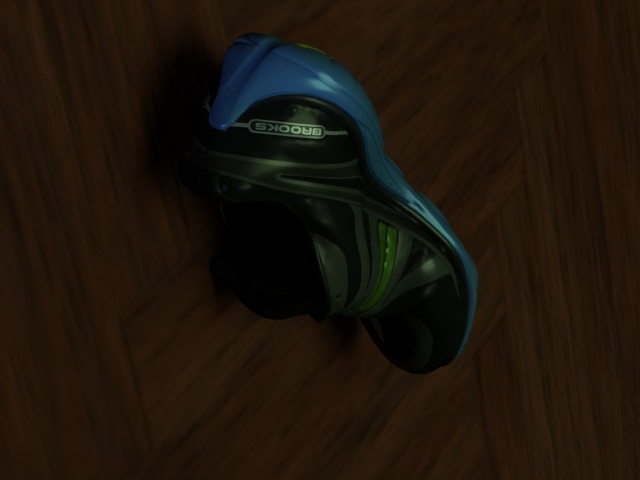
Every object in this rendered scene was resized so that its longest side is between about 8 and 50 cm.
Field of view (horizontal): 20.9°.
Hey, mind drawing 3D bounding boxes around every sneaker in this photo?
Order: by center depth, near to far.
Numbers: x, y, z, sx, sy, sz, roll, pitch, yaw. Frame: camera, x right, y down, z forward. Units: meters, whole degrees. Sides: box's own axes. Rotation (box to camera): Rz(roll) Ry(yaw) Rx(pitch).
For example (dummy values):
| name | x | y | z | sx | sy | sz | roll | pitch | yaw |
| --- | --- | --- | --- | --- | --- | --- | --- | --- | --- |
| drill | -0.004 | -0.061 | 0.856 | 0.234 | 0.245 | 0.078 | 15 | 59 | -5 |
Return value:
| name | x | y | z | sx | sy | sz | roll | pitch | yaw |
| --- | --- | --- | --- | --- | --- | --- | --- | --- | --- |
| sneaker | 0.000 | 0.000 | 0.633 | 0.078 | 0.067 | 0.188 | -56 | 145 | -13 |
